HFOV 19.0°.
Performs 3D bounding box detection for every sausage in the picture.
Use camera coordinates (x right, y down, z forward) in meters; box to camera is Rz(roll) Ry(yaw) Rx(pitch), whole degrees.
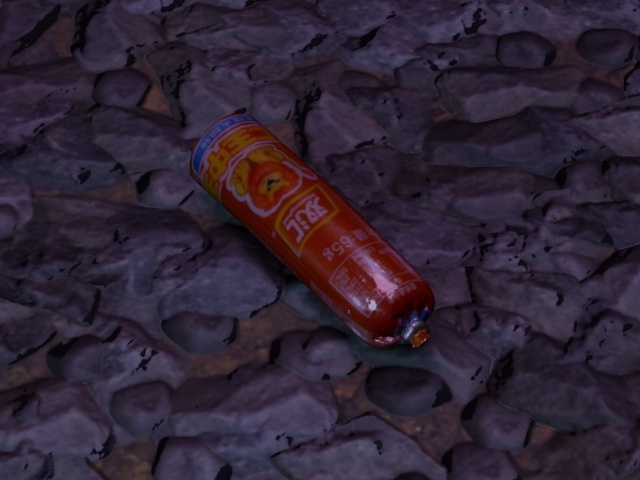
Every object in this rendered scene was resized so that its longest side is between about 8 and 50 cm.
[{"bbox_3d":[0.000,0.000,1.481,0.074,0.074,0.274,-27,51,-25],"label":"sausage"}]
